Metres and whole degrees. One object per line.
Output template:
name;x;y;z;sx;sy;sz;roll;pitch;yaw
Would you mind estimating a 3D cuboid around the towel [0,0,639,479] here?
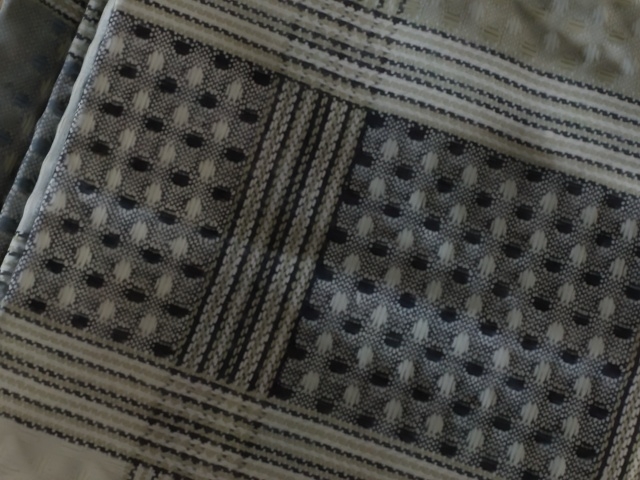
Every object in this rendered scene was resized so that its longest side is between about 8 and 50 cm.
towel;0.000;0.000;0.664;0.324;0.056;0.312;22;-97;-1
